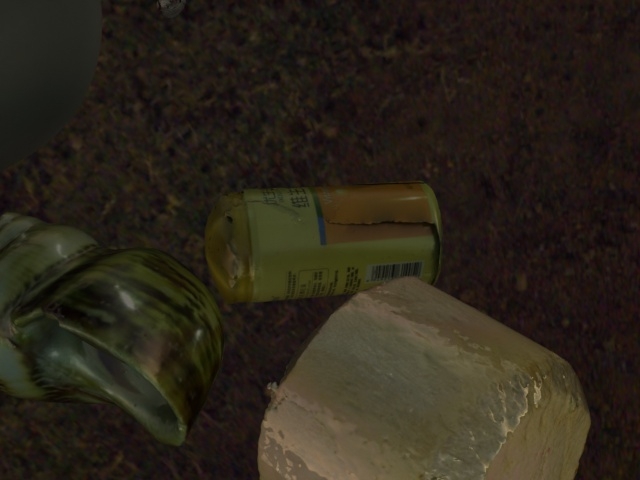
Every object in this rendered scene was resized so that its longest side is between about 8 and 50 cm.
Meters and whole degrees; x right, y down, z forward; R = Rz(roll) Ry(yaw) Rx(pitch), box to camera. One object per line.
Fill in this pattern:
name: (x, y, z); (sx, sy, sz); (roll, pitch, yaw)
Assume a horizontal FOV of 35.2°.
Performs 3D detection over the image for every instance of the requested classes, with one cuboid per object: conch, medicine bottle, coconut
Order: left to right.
conch: (-0.152, 0.052, 0.679); (0.181, 0.187, 0.124); (23, 65, -4)
medicine bottle: (0.000, 0.000, 1.040); (0.239, 0.124, 0.124); (-3, 55, -10)
coconut: (0.069, 0.153, 0.830); (0.244, 0.239, 0.239); (23, 68, 37)

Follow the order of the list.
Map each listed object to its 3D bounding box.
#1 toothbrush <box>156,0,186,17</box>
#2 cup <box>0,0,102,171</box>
toothbrush: (-0.153, -0.305, 1.067); (0.035, 0.413, 0.042); (-19, 91, -12)
cup: (-0.242, -0.100, 0.497); (0.205, 0.205, 0.312); (-9, 16, 13)
